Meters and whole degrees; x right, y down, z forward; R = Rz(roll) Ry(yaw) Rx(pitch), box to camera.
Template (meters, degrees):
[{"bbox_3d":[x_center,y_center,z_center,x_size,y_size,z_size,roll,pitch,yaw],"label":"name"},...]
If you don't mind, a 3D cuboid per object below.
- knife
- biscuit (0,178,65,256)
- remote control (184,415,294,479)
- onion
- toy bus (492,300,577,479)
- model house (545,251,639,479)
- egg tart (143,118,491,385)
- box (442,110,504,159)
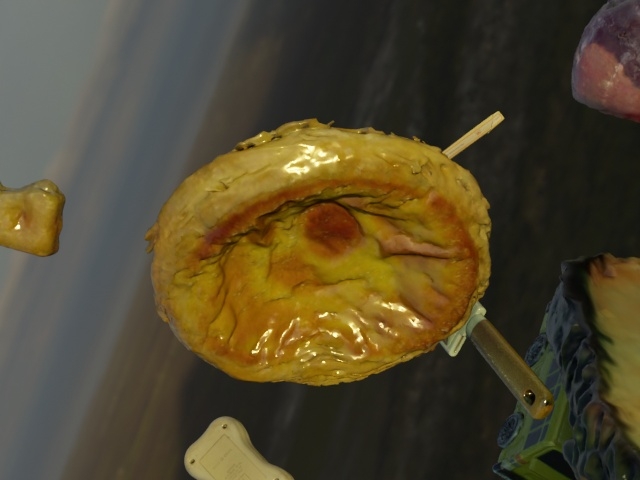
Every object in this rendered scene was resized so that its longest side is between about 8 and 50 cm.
[{"bbox_3d":[0.136,0.083,1.642,0.061,0.027,0.343,-61,33,18],"label":"knife"},{"bbox_3d":[-0.374,-0.072,1.892,0.039,0.183,0.174,-88,15,-72],"label":"biscuit"},{"bbox_3d":[-0.080,0.235,1.660,0.074,0.122,0.032,-47,-31,1],"label":"remote control"},{"bbox_3d":[0.443,-0.243,1.984,0.348,0.267,0.159,-74,-4,-66],"label":"onion"},{"bbox_3d":[0.322,0.183,2.006,0.150,0.128,0.262,-41,22,55],"label":"toy bus"},{"bbox_3d":[0.382,0.285,1.608,0.445,0.395,0.400,-110,25,-60],"label":"model house"},{"bbox_3d":[0.000,0.000,1.363,0.116,0.295,0.294,-100,29,-45],"label":"egg tart"},{"bbox_3d":[0.131,-0.089,1.545,0.083,0.012,0.046,-35,-1,-12],"label":"box"}]
